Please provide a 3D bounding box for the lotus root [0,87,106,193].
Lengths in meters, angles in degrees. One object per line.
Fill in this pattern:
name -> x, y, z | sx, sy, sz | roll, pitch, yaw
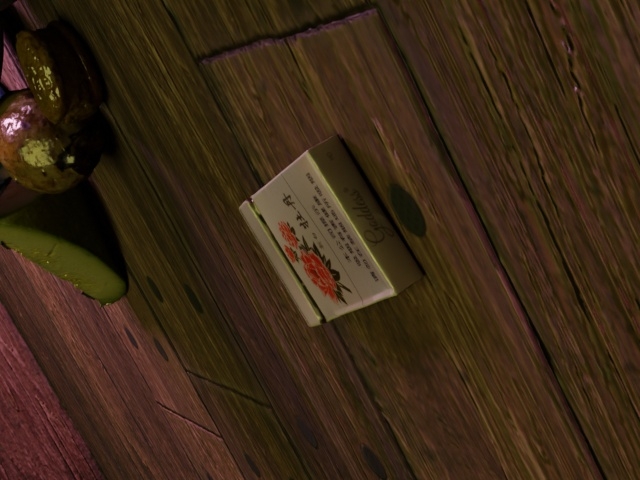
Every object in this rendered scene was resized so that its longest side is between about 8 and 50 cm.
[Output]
lotus root -> -0.303, -0.108, 1.360 | 0.258, 0.097, 0.110 | -164, 76, -63

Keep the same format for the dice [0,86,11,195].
dice -> -0.459, -0.128, 1.646 | 0.146, 0.146, 0.143 | 50, 161, 22

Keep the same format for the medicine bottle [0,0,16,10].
medicine bottle -> -0.455, -0.353, 1.190 | 0.211, 0.211, 0.371 | 15, 134, 64

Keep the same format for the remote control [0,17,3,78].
remote control -> -0.439, -0.136, 1.442 | 0.332, 0.103, 0.221 | -64, 35, 18

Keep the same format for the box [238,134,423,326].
box -> 0.000, 0.000, 0.882 | 0.109, 0.029, 0.198 | 59, 160, 0

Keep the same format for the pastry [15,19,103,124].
pastry -> -0.251, -0.161, 1.221 | 0.097, 0.057, 0.109 | 62, 159, 6

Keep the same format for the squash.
squash -> -0.303, 0.027, 1.554 | 0.169, 0.093, 0.252 | -72, -31, -52
